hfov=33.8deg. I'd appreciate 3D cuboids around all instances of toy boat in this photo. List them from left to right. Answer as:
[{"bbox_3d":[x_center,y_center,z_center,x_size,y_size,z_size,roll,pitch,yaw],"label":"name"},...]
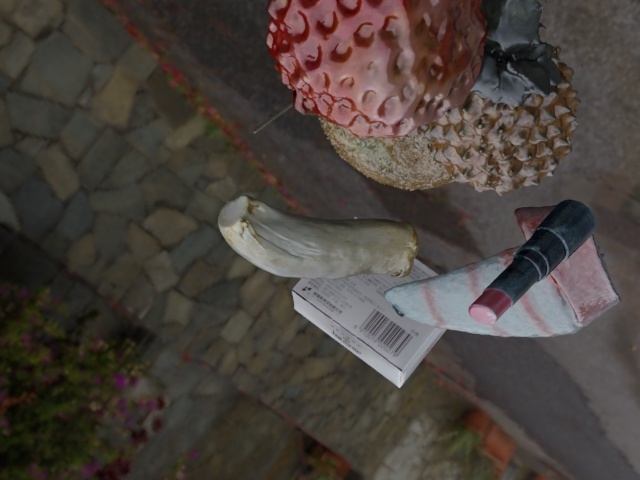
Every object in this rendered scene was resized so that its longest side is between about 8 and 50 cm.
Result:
[{"bbox_3d":[0.229,0.064,1.358,0.096,0.282,0.206,-86,-28,-55],"label":"toy boat"}]

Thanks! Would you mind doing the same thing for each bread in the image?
[{"bbox_3d":[0.118,-0.198,1.708,0.305,0.158,0.305,25,155,13],"label":"bread"}]

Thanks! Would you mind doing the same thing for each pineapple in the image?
[{"bbox_3d":[0.233,-0.211,1.358,0.223,0.223,0.357,32,166,16],"label":"pineapple"}]

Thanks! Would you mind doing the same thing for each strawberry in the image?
[{"bbox_3d":[0.081,-0.254,1.093,0.149,0.265,0.336,51,151,40],"label":"strawberry"}]

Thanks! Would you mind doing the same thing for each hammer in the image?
[{"bbox_3d":[-0.051,-0.185,1.487,0.035,0.110,0.019,48,171,21],"label":"hammer"}]

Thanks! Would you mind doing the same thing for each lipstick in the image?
[{"bbox_3d":[0.229,0.024,1.146,0.053,0.234,0.053,19,125,30],"label":"lipstick"}]

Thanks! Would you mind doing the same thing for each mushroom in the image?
[{"bbox_3d":[0.000,0.000,1.605,0.351,0.122,0.095,8,-141,-34],"label":"mushroom"}]

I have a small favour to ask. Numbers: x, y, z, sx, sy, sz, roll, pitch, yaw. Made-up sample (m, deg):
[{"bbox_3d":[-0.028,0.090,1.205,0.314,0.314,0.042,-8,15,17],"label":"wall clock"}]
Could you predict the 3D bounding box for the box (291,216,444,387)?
[{"bbox_3d":[0.106,0.113,1.948,0.260,0.194,0.111,36,161,19],"label":"box"}]
